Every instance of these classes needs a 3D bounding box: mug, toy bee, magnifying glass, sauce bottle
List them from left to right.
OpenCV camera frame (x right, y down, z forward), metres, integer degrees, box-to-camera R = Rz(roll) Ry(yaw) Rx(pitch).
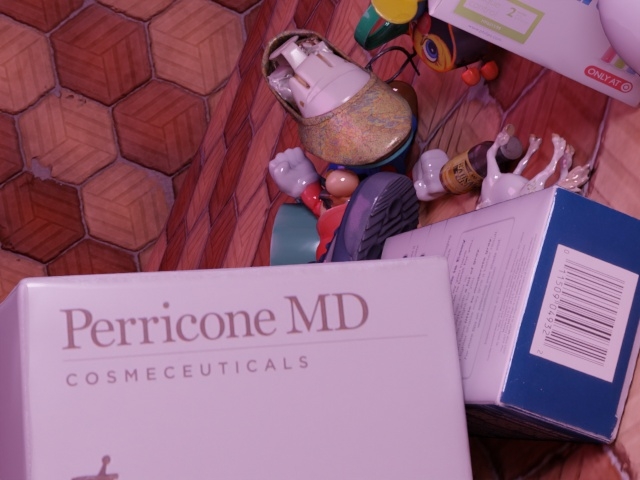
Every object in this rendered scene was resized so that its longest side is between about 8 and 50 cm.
[{"bbox_3d":[-0.002,0.007,1.627,0.129,0.097,0.158,-62,-27,-64],"label":"mug"},{"bbox_3d":[0.101,-0.274,1.632,0.092,0.026,0.231,-50,-11,16],"label":"magnifying glass"},{"bbox_3d":[0.153,-0.260,1.455,0.162,0.195,0.298,50,169,32],"label":"toy bee"},{"bbox_3d":[0.165,-0.080,1.341,0.128,0.042,0.042,145,143,-67],"label":"sauce bottle"}]

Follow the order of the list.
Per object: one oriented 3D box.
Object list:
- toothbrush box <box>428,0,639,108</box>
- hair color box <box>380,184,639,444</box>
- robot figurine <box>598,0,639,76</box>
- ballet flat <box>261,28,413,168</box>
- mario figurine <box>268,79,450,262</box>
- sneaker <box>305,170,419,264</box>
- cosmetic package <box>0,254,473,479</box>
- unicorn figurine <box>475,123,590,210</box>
[{"bbox_3d":[0.206,-0.274,1.148,0.122,0.206,0.283,-57,20,35],"label":"toothbrush box"},{"bbox_3d":[0.139,0.073,1.110,0.347,0.105,0.174,-18,52,70],"label":"hair color box"},{"bbox_3d":[0.291,-0.225,0.869,0.209,0.173,0.278,140,149,-81],"label":"robot figurine"},{"bbox_3d":[0.002,-0.176,1.515,0.123,0.123,0.348,-66,22,12],"label":"ballet flat"},{"bbox_3d":[0.046,-0.083,1.522,0.198,0.170,0.320,-56,19,35],"label":"mario figurine"},{"bbox_3d":[0.010,0.049,1.367,0.112,0.131,0.319,-25,-41,-43],"label":"sneaker"},{"bbox_3d":[-0.087,0.233,1.040,0.327,0.329,0.393,154,112,-69],"label":"cosmetic package"},{"bbox_3d":[0.181,-0.047,1.209,0.111,0.060,0.162,-68,15,1],"label":"unicorn figurine"}]
